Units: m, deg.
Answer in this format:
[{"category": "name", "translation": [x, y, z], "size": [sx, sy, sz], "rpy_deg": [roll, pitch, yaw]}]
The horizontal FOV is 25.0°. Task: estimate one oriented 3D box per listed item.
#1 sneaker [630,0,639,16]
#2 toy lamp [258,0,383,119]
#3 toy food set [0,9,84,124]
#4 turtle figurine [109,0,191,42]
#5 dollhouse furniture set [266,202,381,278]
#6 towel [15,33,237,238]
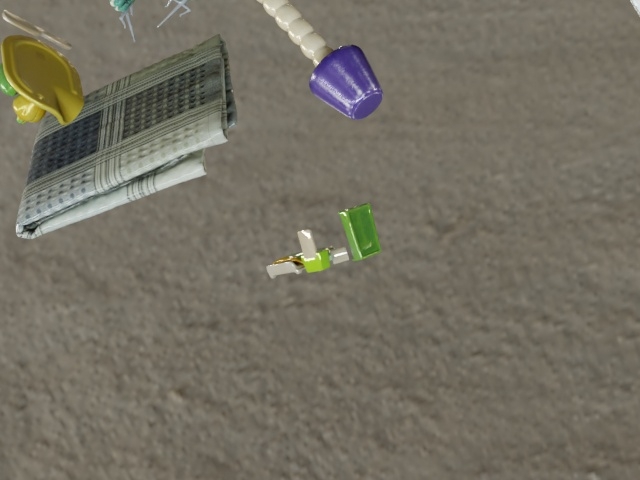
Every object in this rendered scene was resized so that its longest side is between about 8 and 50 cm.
[{"category": "sneaker", "translation": [0.408, -0.214, 1.511], "size": [0.095, 0.235, 0.090], "rpy_deg": [-38, 22, 25]}, {"category": "toy lamp", "translation": [-0.025, -0.252, 1.708], "size": [0.080, 0.080, 0.275], "rpy_deg": [-31, 68, -16]}, {"category": "toy food set", "translation": [-0.421, -0.232, 2.112], "size": [0.071, 0.128, 0.218], "rpy_deg": [-52, 34, 26]}, {"category": "turtle figurine", "translation": [-0.257, -0.396, 2.126], "size": [0.175, 0.118, 0.234], "rpy_deg": [-35, -14, -42]}, {"category": "dollhouse furniture set", "translation": [0.000, 0.000, 1.647], "size": [0.076, 0.059, 0.151], "rpy_deg": [-20, 5, -38]}, {"category": "towel", "translation": [-0.262, -0.145, 2.010], "size": [0.324, 0.056, 0.312], "rpy_deg": [-24, 31, 11]}]
